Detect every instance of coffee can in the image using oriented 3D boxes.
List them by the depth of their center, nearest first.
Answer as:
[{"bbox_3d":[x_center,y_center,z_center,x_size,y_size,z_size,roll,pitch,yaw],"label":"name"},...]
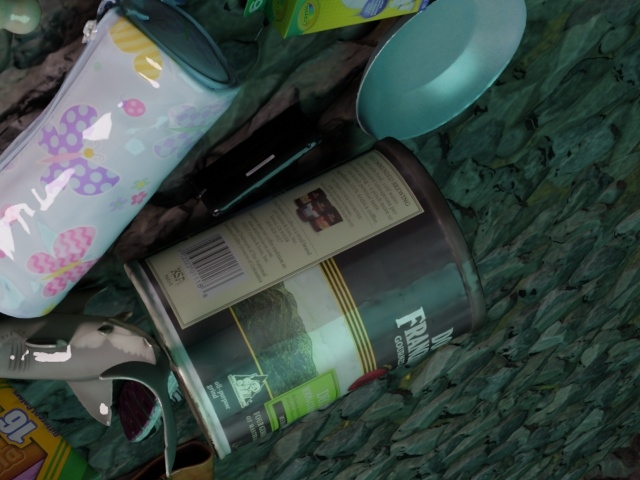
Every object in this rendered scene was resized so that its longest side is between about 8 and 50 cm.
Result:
[{"bbox_3d":[-0.015,0.051,1.278,0.275,0.201,0.201,-26,151,-9],"label":"coffee can"}]

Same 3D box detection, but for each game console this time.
[{"bbox_3d":[-0.050,-0.060,1.273,0.122,0.107,0.071,-37,124,-1],"label":"game console"}]

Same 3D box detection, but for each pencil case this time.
[{"bbox_3d":[-0.183,-0.064,1.067,0.124,0.113,0.273,18,121,-47],"label":"pencil case"}]

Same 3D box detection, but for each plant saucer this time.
[{"bbox_3d":[0.106,-0.177,1.303,0.195,0.037,0.195,-28,152,-17],"label":"plant saucer"}]

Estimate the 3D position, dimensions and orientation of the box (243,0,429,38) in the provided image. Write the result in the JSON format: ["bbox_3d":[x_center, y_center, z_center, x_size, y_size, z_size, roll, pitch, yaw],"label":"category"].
[{"bbox_3d":[0.025,-0.227,1.132,0.179,0.043,0.105,-16,145,-32],"label":"box"}]

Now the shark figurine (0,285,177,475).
[{"bbox_3d":[-0.192,0.122,1.217,0.166,0.278,0.116,-28,117,-46],"label":"shark figurine"}]

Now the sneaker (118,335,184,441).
[{"bbox_3d":[-0.157,0.152,1.476,0.075,0.063,0.170,2,129,-41],"label":"sneaker"}]

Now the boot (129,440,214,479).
[{"bbox_3d":[-0.229,0.395,1.734,0.264,0.096,0.280,-28,150,-15],"label":"boot"}]

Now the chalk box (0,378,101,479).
[{"bbox_3d":[-0.370,0.268,1.214,0.289,0.179,0.180,-33,158,-43],"label":"chalk box"}]

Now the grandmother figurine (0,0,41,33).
[{"bbox_3d":[-0.215,-0.214,0.828,0.342,0.104,0.207,-22,122,-20],"label":"grandmother figurine"}]
